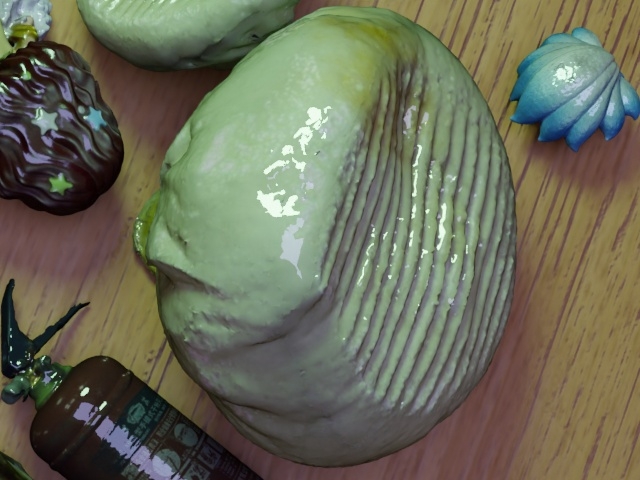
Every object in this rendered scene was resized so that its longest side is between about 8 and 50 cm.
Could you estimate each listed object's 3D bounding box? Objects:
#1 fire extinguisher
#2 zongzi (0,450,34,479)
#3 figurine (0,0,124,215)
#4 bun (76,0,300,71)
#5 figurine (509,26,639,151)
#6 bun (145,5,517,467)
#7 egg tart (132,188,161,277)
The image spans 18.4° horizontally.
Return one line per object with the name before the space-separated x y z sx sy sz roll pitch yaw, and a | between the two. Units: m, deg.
fire extinguisher | -0.139 0.164 1.602 0.344 0.102 0.138 40 48 -4
zongzi | -0.229 0.248 1.501 0.111 0.241 0.247 -39 93 -9
figurine | -0.259 -0.122 1.583 0.240 0.116 0.175 45 80 -4
bun | -0.083 -0.225 1.600 0.231 0.133 0.231 -12 62 24
figurine | 0.209 -0.125 1.688 0.114 0.079 0.114 -1 77 6
bun | 0.000 0.000 1.543 0.219 0.365 0.365 3 84 32
egg tart | -0.104 -0.008 1.642 0.105 0.039 0.105 1 84 -9
